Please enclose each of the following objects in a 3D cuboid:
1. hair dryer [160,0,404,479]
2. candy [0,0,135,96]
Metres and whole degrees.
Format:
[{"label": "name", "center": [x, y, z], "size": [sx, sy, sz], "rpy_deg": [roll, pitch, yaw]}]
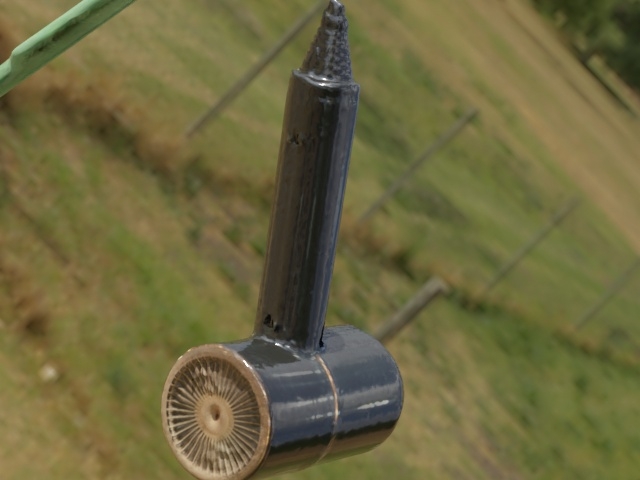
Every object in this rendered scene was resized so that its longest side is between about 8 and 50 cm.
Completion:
[{"label": "hair dryer", "center": [0.000, 0.000, 1.349], "size": [0.107, 0.352, 0.189], "rpy_deg": [17, 12, 34]}, {"label": "candy", "center": [-0.051, -0.194, 1.093], "size": [0.119, 0.440, 0.119], "rpy_deg": [50, 17, -21]}]
